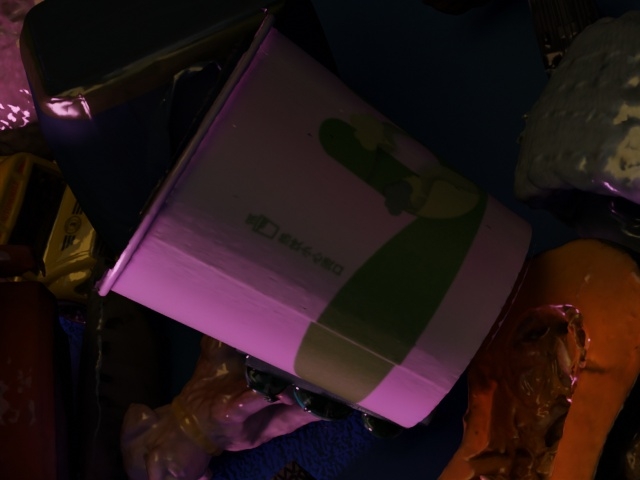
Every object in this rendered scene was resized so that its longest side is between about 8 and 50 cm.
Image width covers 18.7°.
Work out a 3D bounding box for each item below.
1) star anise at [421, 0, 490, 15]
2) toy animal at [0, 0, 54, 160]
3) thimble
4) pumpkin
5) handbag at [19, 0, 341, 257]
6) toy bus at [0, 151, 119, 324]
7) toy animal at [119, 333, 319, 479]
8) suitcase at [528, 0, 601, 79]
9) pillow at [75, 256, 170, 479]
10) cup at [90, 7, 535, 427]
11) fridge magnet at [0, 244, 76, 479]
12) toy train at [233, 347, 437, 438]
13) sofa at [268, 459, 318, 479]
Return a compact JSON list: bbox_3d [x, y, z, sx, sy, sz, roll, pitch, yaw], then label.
[{"bbox_3d":[0.191,-0.298,1.762,0.220,0.099,0.214,-22,34,43],"label":"star anise"},{"bbox_3d":[-0.271,-0.186,1.968,0.358,0.188,0.226,-5,72,33],"label":"toy animal"},{"bbox_3d":[0.272,-0.072,1.488,0.250,0.205,0.172,18,76,35],"label":"thimble"},{"bbox_3d":[0.205,0.161,1.447,0.222,0.139,0.317,3,63,43],"label":"pumpkin"},{"bbox_3d":[-0.111,-0.117,1.727,0.263,0.241,0.222,-26,37,-7],"label":"handbag"},{"bbox_3d":[-0.328,-0.008,1.929,0.330,0.152,0.144,-1,63,36],"label":"toy bus"},{"bbox_3d":[-0.106,0.131,1.724,0.185,0.104,0.184,-41,49,17],"label":"toy animal"},{"bbox_3d":[0.218,-0.174,1.672,0.059,0.086,0.126,-16,55,10],"label":"suitcase"},{"bbox_3d":[-0.178,0.132,1.781,0.051,0.093,0.241,-34,46,46],"label":"pillow"},{"bbox_3d":[0.000,0.000,1.493,0.253,0.274,0.253,-57,5,8],"label":"cup"},{"bbox_3d":[-0.294,0.173,1.703,0.155,0.363,0.363,-2,56,-7],"label":"fridge magnet"},{"bbox_3d":[0.017,0.096,1.618,0.104,0.178,0.071,-72,5,-46],"label":"toy train"},{"bbox_3d":[0.004,0.240,1.603,0.039,0.060,0.118,-41,47,2],"label":"sofa"}]
